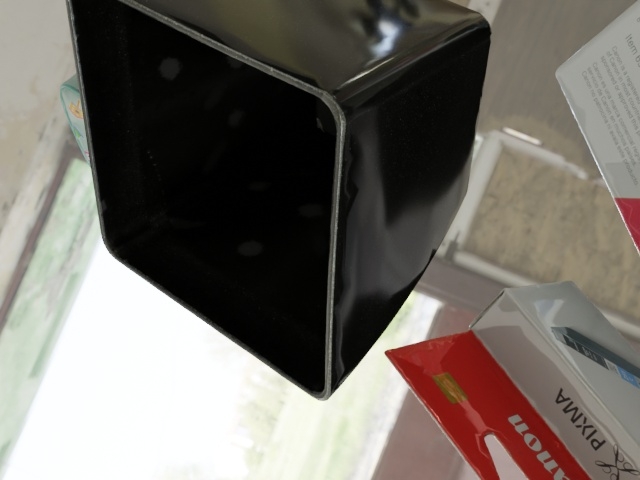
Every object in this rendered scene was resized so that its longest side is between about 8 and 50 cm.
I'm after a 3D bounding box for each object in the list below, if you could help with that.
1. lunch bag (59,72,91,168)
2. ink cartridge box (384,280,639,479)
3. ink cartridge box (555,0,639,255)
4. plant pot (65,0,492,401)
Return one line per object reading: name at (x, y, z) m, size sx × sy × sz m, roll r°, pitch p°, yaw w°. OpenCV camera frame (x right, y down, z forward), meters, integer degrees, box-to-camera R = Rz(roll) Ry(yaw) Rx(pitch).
lunch bag at (-0.213, -0.136, 1.328) m, size 0.108 × 0.279 × 0.224 m, roll -55°, pitch -27°, yaw -26°
ink cartridge box at (0.232, 0.169, 0.831) m, size 0.261 × 0.296 × 0.066 m, roll -4°, pitch -41°, yaw -49°
ink cartridge box at (0.407, -0.121, 0.724) m, size 0.385 × 0.160 × 0.279 m, roll -41°, pitch 59°, yaw 46°
plant pot at (-0.008, -0.061, 0.542) m, size 0.167 × 0.188 × 0.187 m, roll -34°, pitch -39°, yaw -35°
